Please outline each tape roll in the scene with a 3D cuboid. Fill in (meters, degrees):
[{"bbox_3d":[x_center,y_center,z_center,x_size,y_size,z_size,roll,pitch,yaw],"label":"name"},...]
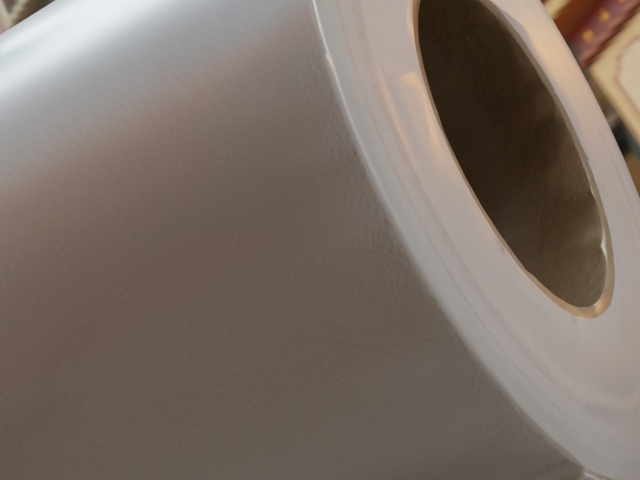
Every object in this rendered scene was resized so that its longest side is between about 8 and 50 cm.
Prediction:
[{"bbox_3d":[0.000,0.000,0.589,0.169,0.246,0.246,-27,-25,25],"label":"tape roll"}]
